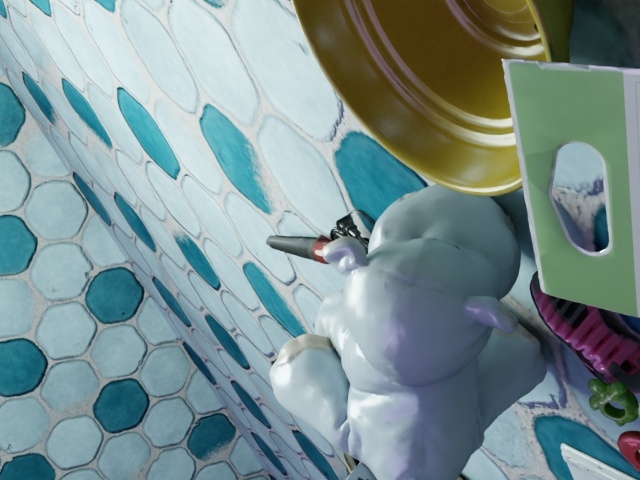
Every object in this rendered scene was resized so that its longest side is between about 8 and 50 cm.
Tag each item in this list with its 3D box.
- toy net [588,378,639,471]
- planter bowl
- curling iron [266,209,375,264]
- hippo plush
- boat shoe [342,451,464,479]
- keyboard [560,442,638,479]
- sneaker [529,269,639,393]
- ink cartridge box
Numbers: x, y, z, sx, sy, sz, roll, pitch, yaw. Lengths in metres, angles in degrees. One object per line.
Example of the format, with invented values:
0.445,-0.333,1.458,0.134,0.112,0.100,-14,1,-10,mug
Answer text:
0.291,0.185,0.574,0.232,0.045,0.122,51,135,-4,toy net
0.079,-0.140,0.478,0.217,0.090,0.217,43,158,23,planter bowl
0.000,0.000,0.972,0.068,0.035,0.274,61,158,-13,curling iron
0.054,0.076,0.669,0.235,0.294,0.236,15,135,25,hippo plush
0.120,0.359,1.181,0.130,0.132,0.355,57,158,-14,boat shoe
0.326,0.258,0.737,0.256,0.014,0.072,19,147,57,keyboard
0.206,0.073,0.641,0.119,0.047,0.057,50,172,8,sneaker
0.213,-0.017,0.375,0.235,0.056,0.171,17,143,38,ink cartridge box
